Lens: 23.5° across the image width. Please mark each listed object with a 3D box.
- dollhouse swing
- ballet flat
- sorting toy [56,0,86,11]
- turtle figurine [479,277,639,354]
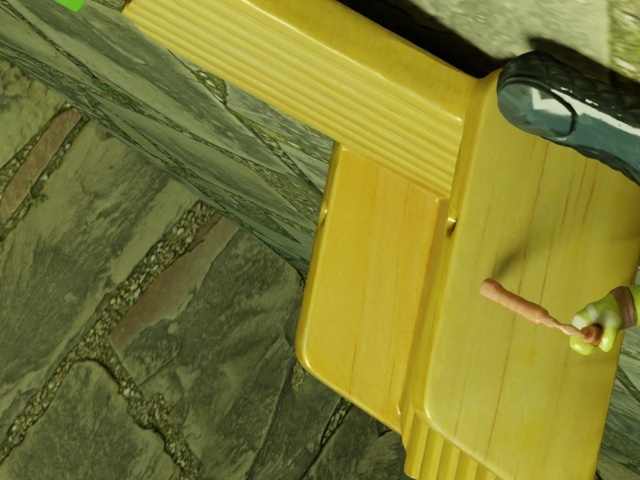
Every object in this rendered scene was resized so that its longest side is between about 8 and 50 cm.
[{"bbox_3d":[0.000,0.000,1.024,0.305,0.315,0.347,12,179,-15],"label":"dollhouse swing"},{"bbox_3d":[0.175,-0.056,0.812,0.173,0.049,0.057,28,139,8],"label":"ballet flat"},{"bbox_3d":[-0.271,-0.255,0.962,0.347,0.047,0.196,47,-163,16],"label":"sorting toy"},{"bbox_3d":[0.237,0.052,0.825,0.270,0.087,0.217,-4,144,42],"label":"turtle figurine"}]
